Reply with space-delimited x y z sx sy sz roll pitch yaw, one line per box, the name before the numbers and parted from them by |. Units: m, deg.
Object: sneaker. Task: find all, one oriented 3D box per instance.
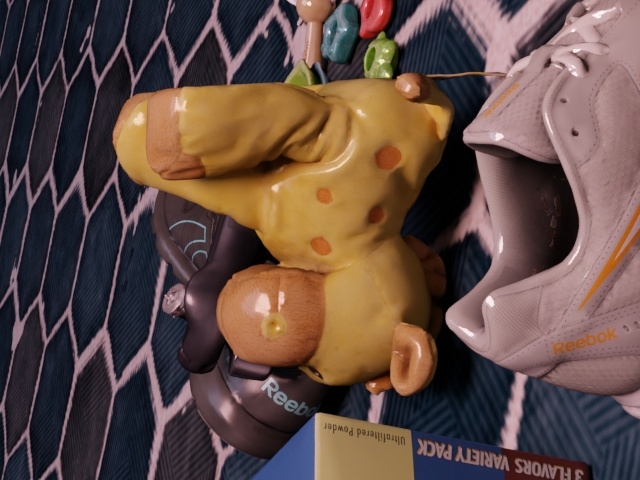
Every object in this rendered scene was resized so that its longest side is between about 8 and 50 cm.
sneaker | -0.036 0.019 1.110 0.106 0.101 0.267 -50 37 26
sneaker | 0.121 -0.064 0.661 0.099 0.121 0.262 -178 100 -69

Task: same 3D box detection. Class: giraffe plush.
giraffe plush | 0.000 0.000 0.915 0.181 0.210 0.170 -25 -69 -80

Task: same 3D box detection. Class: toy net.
toy net | 0.000 -0.154 1.151 0.232 0.045 0.122 -99 28 -45

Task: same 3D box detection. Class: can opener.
can opener | -0.047 -0.003 1.023 0.059 0.073 0.186 -39 35 57

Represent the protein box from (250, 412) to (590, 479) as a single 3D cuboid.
protein box | 0.020 0.216 0.748 0.200 0.136 0.201 129 147 -51
